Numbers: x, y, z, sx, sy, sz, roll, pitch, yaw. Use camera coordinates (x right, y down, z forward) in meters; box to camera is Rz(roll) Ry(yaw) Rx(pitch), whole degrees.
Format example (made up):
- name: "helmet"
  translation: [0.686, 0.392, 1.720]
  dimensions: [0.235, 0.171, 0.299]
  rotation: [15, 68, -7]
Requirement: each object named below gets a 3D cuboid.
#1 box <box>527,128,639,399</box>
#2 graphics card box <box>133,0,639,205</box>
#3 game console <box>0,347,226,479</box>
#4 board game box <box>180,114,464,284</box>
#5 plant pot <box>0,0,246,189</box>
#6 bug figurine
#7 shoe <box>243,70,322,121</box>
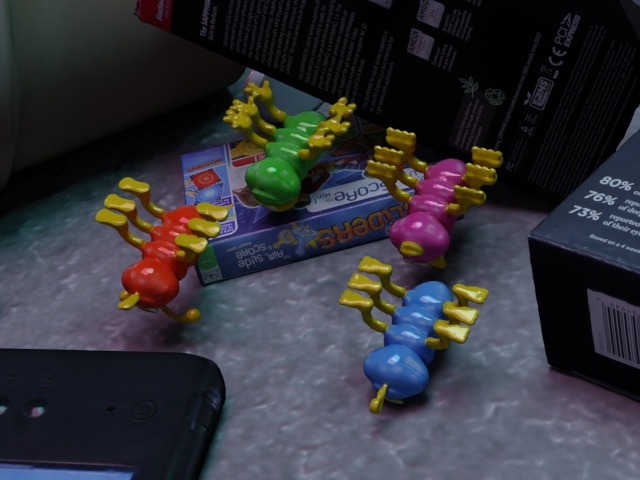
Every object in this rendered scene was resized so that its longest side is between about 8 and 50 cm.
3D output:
- name: "box"
  translation: [0.249, 0.002, 0.861]
  dimensions: [0.153, 0.108, 0.207]
  rotation: [21, 49, 41]
- name: "graphics card box"
  translation: [0.061, -0.191, 0.978]
  dimensions: [0.371, 0.233, 0.094]
  rotation: [25, 46, 10]
- name: "game console"
  translation: [-0.259, 0.200, 0.823]
  dimensions: [0.342, 0.060, 0.386]
  rotation: [-4, 38, 17]
- name: "board game box"
  translation: [-0.003, -0.042, 1.078]
  dimensions: [0.201, 0.035, 0.136]
  rotation: [-14, 35, 2]
- name: "plant pot"
  translation: [-0.214, -0.207, 1.191]
  dimensions: [0.280, 0.323, 0.323]
  rotation: [-8, 32, -21]
- name: "bug figurine"
  translation: [0.000, 0.000, 0.961]
  dimensions: [0.279, 0.072, 0.216]
  rotation: [19, 58, 25]
- name: "shoe"
  translation: [-0.025, -0.158, 1.225]
  dimensions: [0.081, 0.063, 0.178]
  rotation: [14, 39, 36]
